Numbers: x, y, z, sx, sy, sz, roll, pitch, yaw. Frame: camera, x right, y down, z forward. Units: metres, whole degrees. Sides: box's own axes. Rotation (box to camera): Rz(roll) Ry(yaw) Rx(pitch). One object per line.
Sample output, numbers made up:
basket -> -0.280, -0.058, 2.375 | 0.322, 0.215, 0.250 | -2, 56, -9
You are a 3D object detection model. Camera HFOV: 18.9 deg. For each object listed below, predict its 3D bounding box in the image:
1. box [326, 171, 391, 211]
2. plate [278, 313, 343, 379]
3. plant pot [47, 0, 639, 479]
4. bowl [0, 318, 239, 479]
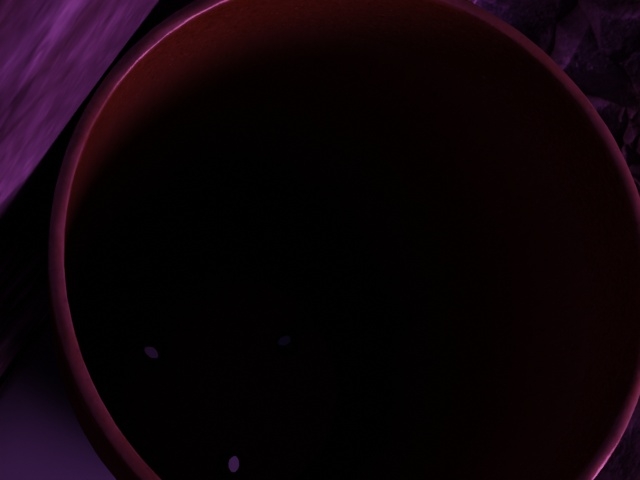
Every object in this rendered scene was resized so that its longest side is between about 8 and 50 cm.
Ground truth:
box -> -0.007, -0.050, 1.006 | 0.036, 0.114, 0.207 | -57, 178, -4
plate -> -0.007, 0.080, 1.063 | 0.024, 0.188, 0.188 | -38, 175, -9
plant pot -> -0.014, 0.041, 0.835 | 0.237, 0.237, 0.254 | -57, -176, -21
bowl -> -0.115, 0.164, 1.054 | 0.312, 0.163, 0.311 | -57, 177, -4
